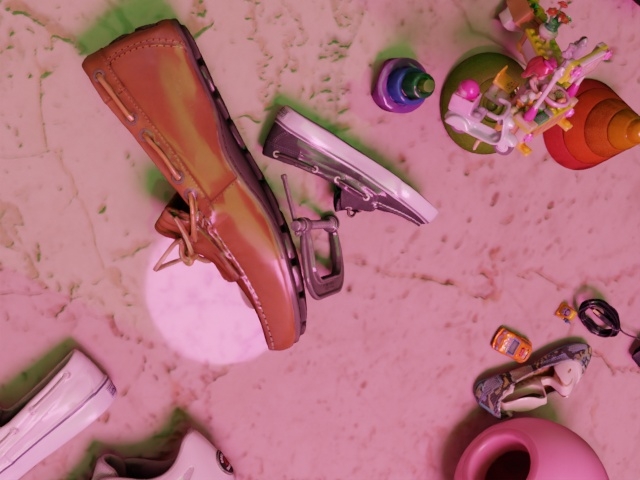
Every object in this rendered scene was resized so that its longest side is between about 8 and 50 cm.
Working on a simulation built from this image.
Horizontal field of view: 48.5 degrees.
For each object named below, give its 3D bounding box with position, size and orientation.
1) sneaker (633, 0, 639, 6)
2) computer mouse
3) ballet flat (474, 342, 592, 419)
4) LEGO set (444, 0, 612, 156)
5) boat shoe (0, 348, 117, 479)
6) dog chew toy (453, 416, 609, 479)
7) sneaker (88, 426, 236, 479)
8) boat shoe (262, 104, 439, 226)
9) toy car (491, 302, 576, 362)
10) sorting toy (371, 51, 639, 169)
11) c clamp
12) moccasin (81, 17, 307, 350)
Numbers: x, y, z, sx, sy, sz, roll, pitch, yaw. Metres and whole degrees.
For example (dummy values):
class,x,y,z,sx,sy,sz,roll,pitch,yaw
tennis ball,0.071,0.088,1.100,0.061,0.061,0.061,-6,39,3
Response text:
class,x,y,z,sx,sy,sz,roll,pitch,yaw
sneaker,0.327,-0.325,0.869,0.222,0.083,0.118,37,97,-11
computer mouse,0.456,0.152,1.012,0.242,0.041,0.071,28,139,-18
ballet flat,0.309,0.200,0.985,0.188,0.070,0.070,-21,107,-9
LEGO set,0.243,-0.202,0.763,0.132,0.107,0.287,29,51,4
boat shoe,-0.359,0.222,0.803,0.258,0.095,0.084,-38,106,-15
dog chew toy,0.328,0.388,0.971,0.206,0.206,0.332,-46,118,-1
sneaker,-0.258,0.338,0.849,0.330,0.122,0.146,-29,90,-6
boat shoe,0.033,-0.069,0.843,0.228,0.080,0.076,31,99,-18
toy car,0.296,0.121,0.976,0.122,0.040,0.060,-45,110,-1
sorting toy,0.249,-0.157,0.855,0.365,0.126,0.127,8,101,-18
c clamp,0.000,0.000,0.823,0.022,0.160,0.137,-10,84,17
moccasin,-0.128,-0.041,0.773,0.146,0.139,0.380,-27,111,-1
